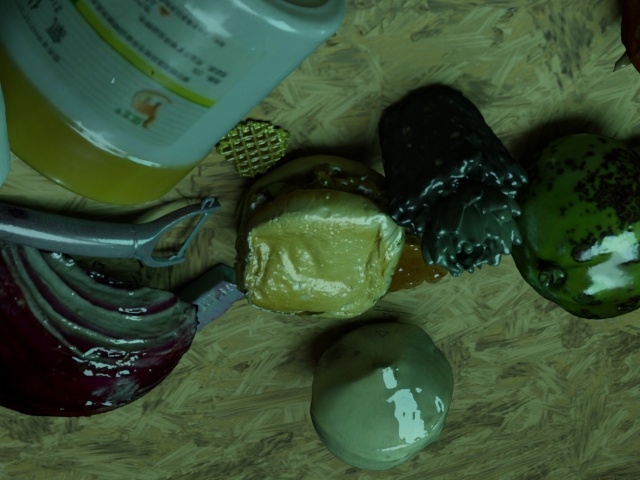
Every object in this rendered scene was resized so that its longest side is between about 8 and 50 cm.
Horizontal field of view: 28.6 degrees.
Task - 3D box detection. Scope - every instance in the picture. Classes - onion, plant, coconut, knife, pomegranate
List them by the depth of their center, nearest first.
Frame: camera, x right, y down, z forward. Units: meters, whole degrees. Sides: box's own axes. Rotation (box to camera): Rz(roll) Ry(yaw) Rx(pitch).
[{"bbox_3d":[0.144,-0.063,1.363,0.129,0.194,0.132,11,139,-45],"label":"plant"},{"bbox_3d":[-0.246,-0.015,1.375,0.278,0.053,0.123,5,136,-34],"label":"knife"},{"bbox_3d":[-0.308,0.144,1.468,0.314,0.146,0.280,17,133,-30],"label":"onion"},{"bbox_3d":[0.358,-0.027,1.519,0.277,0.204,0.222,-14,132,-12],"label":"pomegranate"},{"bbox_3d":[0.085,0.211,1.745,0.224,0.224,0.224,-13,147,-9],"label":"coconut"}]

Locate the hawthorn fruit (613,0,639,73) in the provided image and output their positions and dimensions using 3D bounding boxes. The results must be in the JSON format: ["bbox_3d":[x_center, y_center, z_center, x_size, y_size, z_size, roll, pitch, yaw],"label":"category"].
[{"bbox_3d":[0.396,-0.227,1.283,0.173,0.179,0.173,-22,121,-41],"label":"hawthorn fruit"}]

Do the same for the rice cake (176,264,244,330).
[{"bbox_3d":[-0.199,0.123,1.601,0.290,0.051,0.081,-34,143,23],"label":"rice cake"}]

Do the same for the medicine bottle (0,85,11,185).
[{"bbox_3d":[-0.318,-0.199,0.794,0.211,0.211,0.371,-10,121,-13],"label":"medicine bottle"}]

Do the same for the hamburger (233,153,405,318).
[{"bbox_3d":[0.002,0.000,1.436,0.214,0.108,0.213,-4,133,-4],"label":"hamburger"}]

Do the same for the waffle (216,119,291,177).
[{"bbox_3d":[-0.075,-0.100,1.362,0.078,0.016,0.085,-38,144,21],"label":"waffle"}]

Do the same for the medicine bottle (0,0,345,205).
[{"bbox_3d":[-0.138,-0.186,0.997,0.238,0.238,0.232,18,131,-44],"label":"medicine bottle"}]

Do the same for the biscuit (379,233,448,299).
[{"bbox_3d":[0.037,0.032,1.594,0.280,0.043,0.183,3,138,-23],"label":"biscuit"}]
